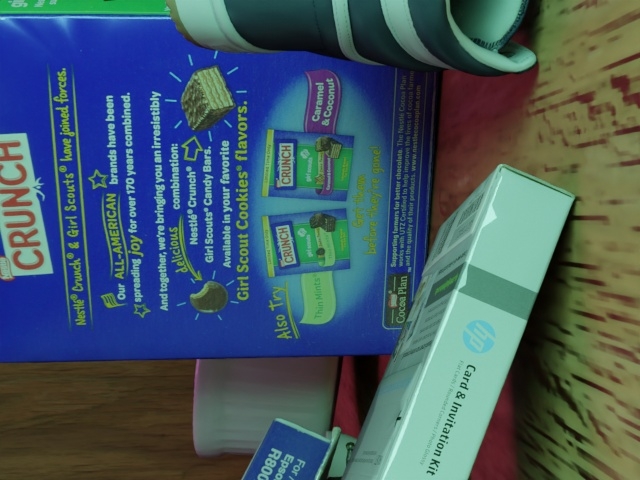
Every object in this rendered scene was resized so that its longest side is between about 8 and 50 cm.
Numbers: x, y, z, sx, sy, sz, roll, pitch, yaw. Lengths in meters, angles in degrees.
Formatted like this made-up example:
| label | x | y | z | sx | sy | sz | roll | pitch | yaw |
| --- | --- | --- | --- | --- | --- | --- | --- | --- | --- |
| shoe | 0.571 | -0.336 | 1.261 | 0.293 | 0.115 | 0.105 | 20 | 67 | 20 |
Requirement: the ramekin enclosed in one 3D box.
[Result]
| label | x | y | z | sx | sy | sz | roll | pitch | yaw |
| --- | --- | --- | --- | --- | --- | --- | --- | --- | --- |
| ramekin | -0.041 | 0.098 | 1.258 | 0.277 | 0.135 | 0.277 | 8 | -90 | -87 |

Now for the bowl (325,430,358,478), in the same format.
| label | x | y | z | sx | sy | sz | roll | pitch | yaw |
| --- | --- | --- | --- | --- | --- | --- | --- | --- | --- |
| bowl | 0.030 | 0.269 | 1.157 | 0.142 | 0.053 | 0.142 | 95 | 172 | -48 |

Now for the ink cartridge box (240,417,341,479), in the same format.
| label | x | y | z | sx | sy | sz | roll | pitch | yaw |
| --- | --- | --- | --- | --- | --- | --- | --- | --- | --- |
| ink cartridge box | -0.086 | 0.313 | 0.977 | 0.330 | 0.071 | 0.324 | 94 | -158 | -68 |

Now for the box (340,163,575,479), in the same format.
| label | x | y | z | sx | sy | sz | roll | pitch | yaw |
| --- | --- | --- | --- | --- | --- | --- | --- | --- | --- |
| box | 0.049 | 0.070 | 0.544 | 0.145 | 0.038 | 0.186 | 113 | -179 | -79 |

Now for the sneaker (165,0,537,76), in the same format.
| label | x | y | z | sx | sy | sz | roll | pitch | yaw |
| --- | --- | --- | --- | --- | --- | --- | --- | --- | --- |
| sneaker | 0.056 | -0.140 | 0.616 | 0.282 | 0.153 | 0.099 | -29 | -59 | -60 |

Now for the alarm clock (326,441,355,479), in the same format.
| label | x | y | z | sx | sy | sz | roll | pitch | yaw |
| --- | --- | --- | --- | --- | --- | --- | --- | --- | --- |
| alarm clock | 0.034 | 0.263 | 0.922 | 0.192 | 0.064 | 0.129 | -83 | -11 | -48 |

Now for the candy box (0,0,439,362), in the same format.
| label | x | y | z | sx | sy | sz | roll | pitch | yaw |
| --- | --- | --- | --- | --- | --- | --- | --- | --- | --- |
| candy box | -0.084 | -0.054 | 0.869 | 0.122 | 0.317 | 0.268 | -100 | 10 | -62 |
